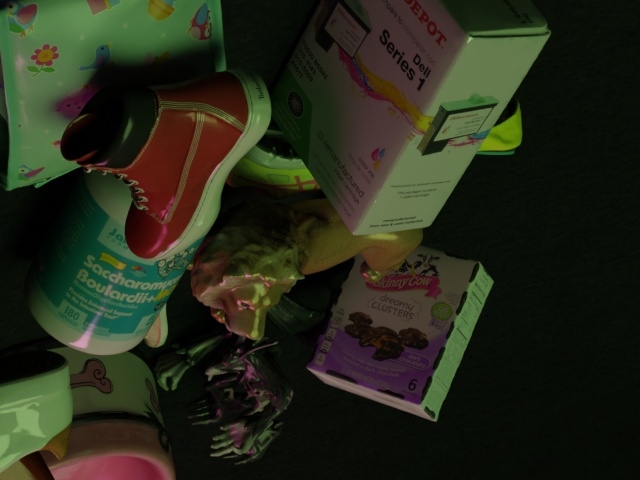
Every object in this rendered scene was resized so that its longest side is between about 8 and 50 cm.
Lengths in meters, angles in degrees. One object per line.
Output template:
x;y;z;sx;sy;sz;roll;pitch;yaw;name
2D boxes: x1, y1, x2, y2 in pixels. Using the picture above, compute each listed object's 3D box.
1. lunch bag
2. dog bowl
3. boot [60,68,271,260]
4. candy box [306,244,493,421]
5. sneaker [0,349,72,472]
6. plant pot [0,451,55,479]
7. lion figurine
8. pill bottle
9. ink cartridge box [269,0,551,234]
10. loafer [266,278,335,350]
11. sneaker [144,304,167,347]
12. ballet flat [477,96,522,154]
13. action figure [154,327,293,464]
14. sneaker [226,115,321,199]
-0.206;-0.173;1.596;0.223;0.160;0.262;-22;143;-20;lunch bag
-0.355;0.303;2.154;0.408;0.150;0.408;-24;148;-16;dog bowl
-0.169;-0.060;1.585;0.176;0.088;0.244;-10;150;-35;boot
0.099;0.102;2.204;0.196;0.164;0.070;-67;152;-14;candy box
-0.361;0.193;1.624;0.290;0.106;0.123;-12;111;-21;sneaker
-0.451;0.172;1.774;0.267;0.267;0.236;-28;133;-12;plant pot
0.000;0.000;1.987;0.392;0.142;0.240;-24;177;-35;lion figurine
-0.197;-0.015;1.845;0.146;0.146;0.264;-4;139;-41;pill bottle
0.083;-0.175;1.824;0.117;0.201;0.278;-7;141;-38;ink cartridge box
-0.026;0.078;2.227;0.078;0.076;0.223;-49;149;3;loafer
-0.215;0.080;2.064;0.070;0.051;0.134;-18;144;-22;sneaker
0.151;-0.133;2.097;0.231;0.077;0.077;-11;122;-39;ballet flat
-0.112;0.188;2.217;0.141;0.164;0.276;-28;156;-19;action figure
-0.027;-0.085;1.989;0.208;0.081;0.094;11;137;-44;sneaker
